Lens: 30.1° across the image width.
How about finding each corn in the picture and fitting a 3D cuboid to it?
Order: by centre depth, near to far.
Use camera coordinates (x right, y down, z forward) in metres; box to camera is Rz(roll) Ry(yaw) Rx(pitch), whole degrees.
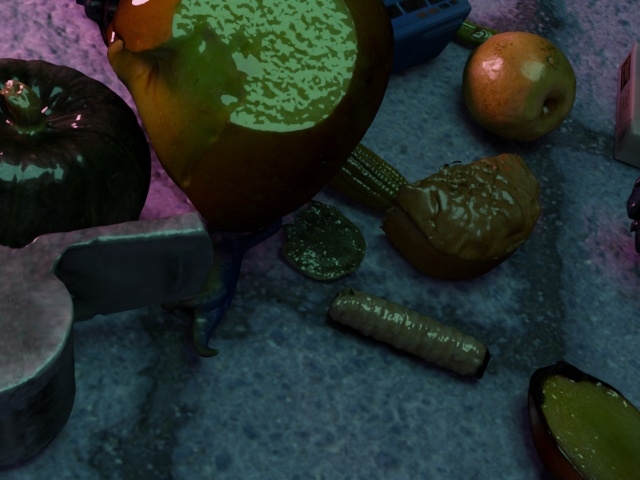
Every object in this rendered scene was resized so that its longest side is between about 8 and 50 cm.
[{"bbox_3d":[0.018,-0.113,1.669,0.231,0.080,0.080,33,48,1],"label":"corn"}]

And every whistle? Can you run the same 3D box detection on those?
[{"bbox_3d":[-0.307,0.079,1.286,0.188,0.168,0.404,37,57,17],"label":"whistle"}]

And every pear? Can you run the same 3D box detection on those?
[{"bbox_3d":[0.301,-0.240,1.836,0.178,0.178,0.178,11,49,-13],"label":"pear"}]

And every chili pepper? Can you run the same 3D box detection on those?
[{"bbox_3d":[0.225,-0.360,1.975,0.208,0.043,0.049,30,60,5],"label":"chili pepper"}]

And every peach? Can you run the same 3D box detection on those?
[{"bbox_3d":[0.356,0.276,1.481,0.189,0.068,0.279,-8,53,-36],"label":"peach"}]

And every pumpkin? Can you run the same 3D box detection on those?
[{"bbox_3d":[-0.348,-0.094,1.418,0.300,0.207,0.300,13,39,-11],"label":"pumpkin"}]

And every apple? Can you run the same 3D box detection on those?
[{"bbox_3d":[-0.101,-0.215,1.457,0.374,0.374,0.384,26,50,1],"label":"apple"}]

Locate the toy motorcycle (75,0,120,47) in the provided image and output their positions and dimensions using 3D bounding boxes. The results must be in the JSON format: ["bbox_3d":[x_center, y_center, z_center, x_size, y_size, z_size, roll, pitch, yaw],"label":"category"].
[{"bbox_3d":[-0.296,-0.475,1.737,0.172,0.232,0.416,-2,52,-8],"label":"toy motorcycle"}]

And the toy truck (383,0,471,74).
[{"bbox_3d":[0.046,-0.324,1.799,0.384,0.161,0.162,-26,74,-37],"label":"toy truck"}]

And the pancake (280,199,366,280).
[{"bbox_3d":[0.005,0.002,1.600,0.116,0.023,0.129,37,48,7],"label":"pancake"}]

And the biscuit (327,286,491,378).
[{"bbox_3d":[0.116,0.117,1.523,0.219,0.061,0.055,22,92,0],"label":"biscuit"}]

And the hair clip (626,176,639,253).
[{"bbox_3d":[0.575,-0.039,1.738,0.310,0.206,0.194,-17,54,-26],"label":"hair clip"}]

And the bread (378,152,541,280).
[{"bbox_3d":[0.205,-0.023,1.632,0.229,0.143,0.140,-17,71,-28],"label":"bread"}]

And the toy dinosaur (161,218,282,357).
[{"bbox_3d":[-0.105,0.051,1.487,0.188,0.075,0.248,0,46,-25],"label":"toy dinosaur"}]

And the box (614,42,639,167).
[{"bbox_3d":[0.570,-0.208,1.967,0.155,0.067,0.243,20,47,-3],"label":"box"}]
